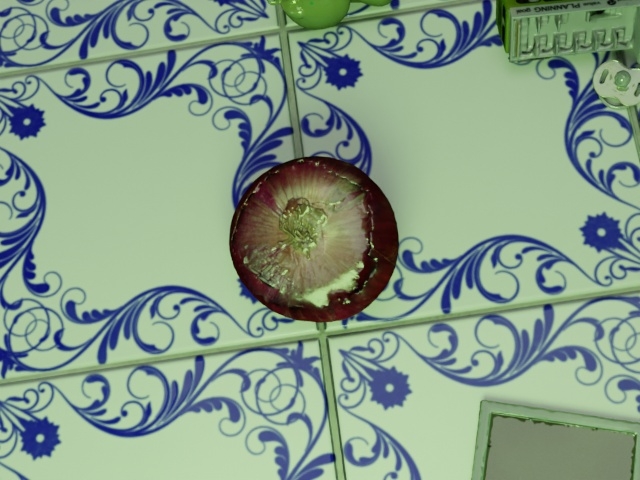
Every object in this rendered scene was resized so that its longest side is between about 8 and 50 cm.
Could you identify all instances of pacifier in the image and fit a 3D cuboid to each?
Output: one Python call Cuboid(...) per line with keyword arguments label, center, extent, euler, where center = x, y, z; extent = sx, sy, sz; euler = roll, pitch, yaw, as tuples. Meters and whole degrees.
Cuboid(label="pacifier", center=(0.440, -0.230, 1.690), extent=(0.083, 0.064, 0.068), euler=(24, 92, 14))

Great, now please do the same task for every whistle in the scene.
Cuboid(label="whistle", center=(0.053, -0.418, 1.758), extent=(0.294, 0.141, 0.141), euler=(-27, 70, -5))

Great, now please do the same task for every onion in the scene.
Cuboid(label="onion", center=(-0.006, 0.002, 1.604), extent=(0.248, 0.161, 0.248), euler=(-6, 65, 14))

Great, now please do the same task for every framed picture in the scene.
Cuboid(label="framed picture", center=(0.307, 0.370, 1.517), extent=(0.231, 0.018, 0.293), euler=(8, 72, 8))

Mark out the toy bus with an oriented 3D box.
Cuboid(label="toy bus", center=(0.415, -0.333, 1.690), extent=(0.302, 0.113, 0.139), euler=(-5, 53, 4))
